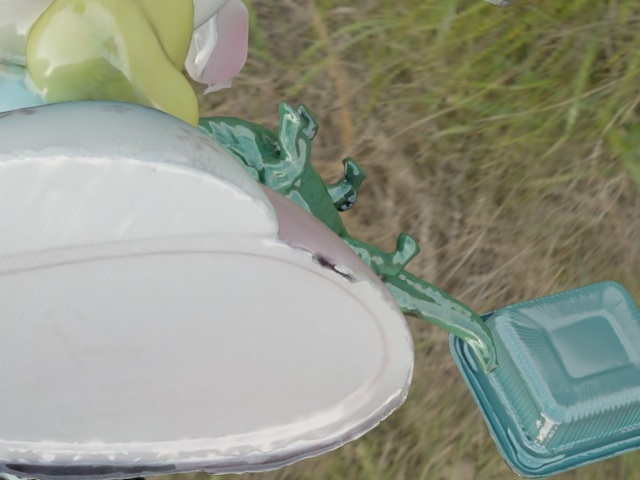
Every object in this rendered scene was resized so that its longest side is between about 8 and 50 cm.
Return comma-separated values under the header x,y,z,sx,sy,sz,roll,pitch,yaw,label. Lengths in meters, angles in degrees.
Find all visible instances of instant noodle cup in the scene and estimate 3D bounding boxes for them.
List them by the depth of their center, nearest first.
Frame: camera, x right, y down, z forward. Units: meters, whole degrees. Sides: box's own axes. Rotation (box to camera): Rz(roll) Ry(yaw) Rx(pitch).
x,y,z,sx,sy,sz,roll,pitch,yaw,label
0.213,0.105,1.584,0.179,0.070,0.157,-13,61,-25,instant noodle cup

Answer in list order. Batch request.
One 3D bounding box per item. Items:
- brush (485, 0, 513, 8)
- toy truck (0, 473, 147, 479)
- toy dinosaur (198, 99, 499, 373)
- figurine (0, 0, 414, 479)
x,y,z,sx,sy,sz,roll,pitch,yaw,label
0.175,-0.262,1.429,0.034,0.027,0.190,20,105,-26,brush
-0.272,0.226,1.488,0.184,0.133,0.338,18,64,40,toy truck
0.007,-0.016,1.213,0.292,0.079,0.120,21,100,-25,toy dinosaur
-0.015,-0.099,0.614,0.284,0.315,0.206,-30,131,34,figurine
